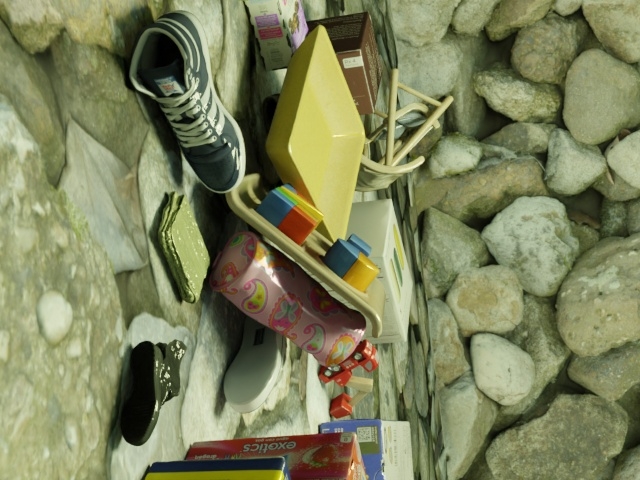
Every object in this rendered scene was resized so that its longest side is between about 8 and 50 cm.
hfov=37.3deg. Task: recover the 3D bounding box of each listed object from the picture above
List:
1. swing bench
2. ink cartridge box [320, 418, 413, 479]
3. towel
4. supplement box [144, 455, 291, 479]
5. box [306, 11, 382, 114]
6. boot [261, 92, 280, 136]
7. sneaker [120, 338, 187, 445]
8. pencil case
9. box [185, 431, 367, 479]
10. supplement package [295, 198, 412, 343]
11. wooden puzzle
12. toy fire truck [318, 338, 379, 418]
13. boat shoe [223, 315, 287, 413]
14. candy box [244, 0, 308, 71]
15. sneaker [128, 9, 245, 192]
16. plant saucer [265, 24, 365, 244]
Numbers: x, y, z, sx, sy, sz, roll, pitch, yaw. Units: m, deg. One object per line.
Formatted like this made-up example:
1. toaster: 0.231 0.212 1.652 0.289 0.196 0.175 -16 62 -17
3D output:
1. swing bench: 0.168 -0.243 2.311 0.254 0.165 0.253 -67 -171 -11
2. ink cartridge box: 0.107 0.541 2.146 0.395 0.151 0.270 38 48 -72
3. towel: -0.205 0.011 1.415 0.110 0.027 0.148 -79 156 -50
4. supplement box: -0.147 0.454 1.139 0.356 0.195 0.194 -69 150 -58
5. box: 0.041 -0.407 2.214 0.203 0.168 0.167 -77 157 -50
6. boot: -0.054 -0.229 1.979 0.208 0.076 0.189 -70 138 -71
7. sneaker: -0.216 0.199 1.253 0.089 0.051 0.170 55 29 -53
8. pencil case: -0.053 0.103 1.584 0.284 0.124 0.124 38 41 -32
9. box: -0.066 0.366 1.355 0.122 0.257 0.128 -72 153 -59
10. supplement package: 0.083 0.075 2.133 0.199 0.198 0.262 -78 157 -48
11. wooden puzzle: 0.000 0.000 1.653 0.348 0.080 0.322 43 8 -1
12. toy fire truck: 0.071 0.312 2.121 0.135 0.192 0.047 46 30 -21
13. boat shoe: -0.096 0.214 1.617 0.258 0.095 0.084 -72 148 -54
14. candy box: -0.091 -0.473 1.931 0.165 0.070 0.196 -78 158 -48
15. sneaker: -0.194 -0.191 1.381 0.153 0.099 0.282 -63 138 -72
16. plant saucer: -0.013 -0.197 1.887 0.333 0.081 0.332 63 31 -49
